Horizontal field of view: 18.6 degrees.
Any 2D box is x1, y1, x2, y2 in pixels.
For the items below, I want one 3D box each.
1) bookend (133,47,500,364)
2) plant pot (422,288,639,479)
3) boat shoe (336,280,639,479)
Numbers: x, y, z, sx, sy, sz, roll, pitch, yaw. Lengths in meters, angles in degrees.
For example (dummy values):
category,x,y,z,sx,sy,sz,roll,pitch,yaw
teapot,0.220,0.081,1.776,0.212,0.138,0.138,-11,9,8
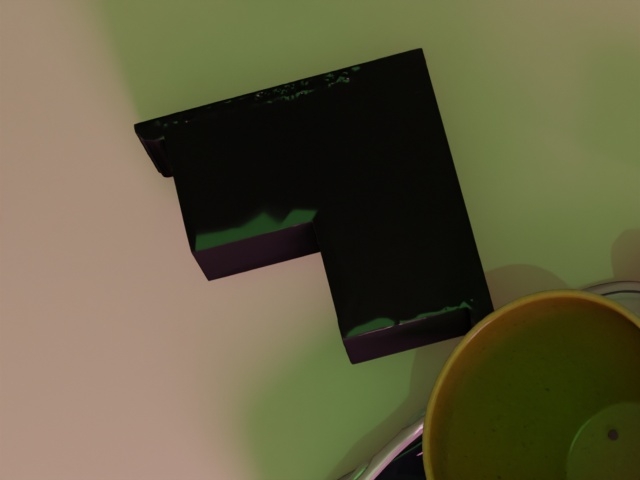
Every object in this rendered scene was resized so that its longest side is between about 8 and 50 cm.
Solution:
category,x,y,z,sx,sy,sz,roll,pitch,yaw
bookend,0.000,0.000,1.021,0.156,0.072,0.157,-15,73,1
plant pot,0.131,0.101,0.950,0.134,0.095,0.134,-13,66,31
boat shoe,0.092,0.118,1.038,0.258,0.084,0.095,-41,90,2
